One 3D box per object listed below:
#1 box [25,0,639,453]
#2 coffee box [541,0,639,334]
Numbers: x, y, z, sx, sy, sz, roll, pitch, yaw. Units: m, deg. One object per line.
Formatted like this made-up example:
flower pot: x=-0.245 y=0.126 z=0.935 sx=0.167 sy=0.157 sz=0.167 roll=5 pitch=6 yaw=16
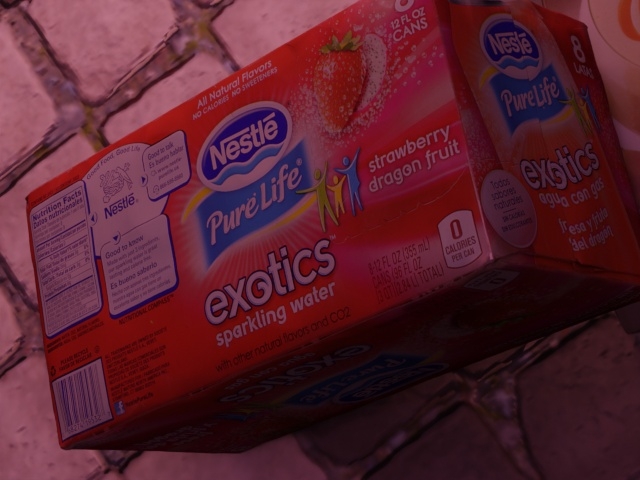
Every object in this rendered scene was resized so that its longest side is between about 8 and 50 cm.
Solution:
box: x=0.000 y=0.000 z=0.740 sx=0.257 sy=0.122 sz=0.128 roll=-26 pitch=68 yaw=37
coffee box: x=0.175 y=-0.098 z=0.775 sx=0.141 sy=0.098 sz=0.247 roll=-15 pitch=72 yaw=12
